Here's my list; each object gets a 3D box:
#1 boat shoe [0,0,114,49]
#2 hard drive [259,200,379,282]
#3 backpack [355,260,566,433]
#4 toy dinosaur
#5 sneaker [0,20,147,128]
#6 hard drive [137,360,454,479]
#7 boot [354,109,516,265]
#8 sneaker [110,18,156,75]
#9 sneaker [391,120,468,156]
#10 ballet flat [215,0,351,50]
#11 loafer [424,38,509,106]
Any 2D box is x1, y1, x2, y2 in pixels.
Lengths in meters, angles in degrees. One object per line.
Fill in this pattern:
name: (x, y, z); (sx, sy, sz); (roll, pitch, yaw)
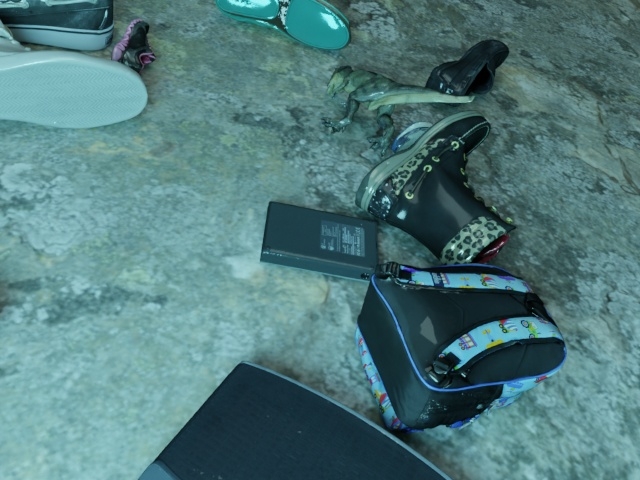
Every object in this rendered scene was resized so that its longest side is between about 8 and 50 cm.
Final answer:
boat shoe: (-0.453, -0.344, 0.975); (0.306, 0.105, 0.113); (5, 42, -14)
hard drive: (0.000, 0.000, 0.806); (0.135, 0.022, 0.094); (11, 41, -7)
backpack: (0.137, 0.099, 0.669); (0.173, 0.117, 0.158); (-4, 44, -22)
toy dinosaur: (0.078, -0.191, 0.982); (0.268, 0.064, 0.118); (24, 75, 40)
sneaker: (-0.375, -0.230, 0.872); (0.293, 0.108, 0.169); (-2, 47, -19)
hard drive: (-0.002, 0.206, 0.549); (0.255, 0.054, 0.172); (29, 42, 14)
boot: (0.183, -0.062, 0.884); (0.236, 0.085, 0.178); (-34, 62, -28)
sneaker: (-0.270, -0.284, 1.022); (0.057, 0.047, 0.119); (19, 47, -8)
sneaker: (0.167, -0.139, 1.000); (0.135, 0.052, 0.058); (-12, 55, -27)
ballet flat: (-0.059, -0.401, 1.197); (0.247, 0.083, 0.087); (17, 26, -2)
loafer: (0.266, -0.284, 1.182); (0.078, 0.076, 0.223); (41, 50, 18)
